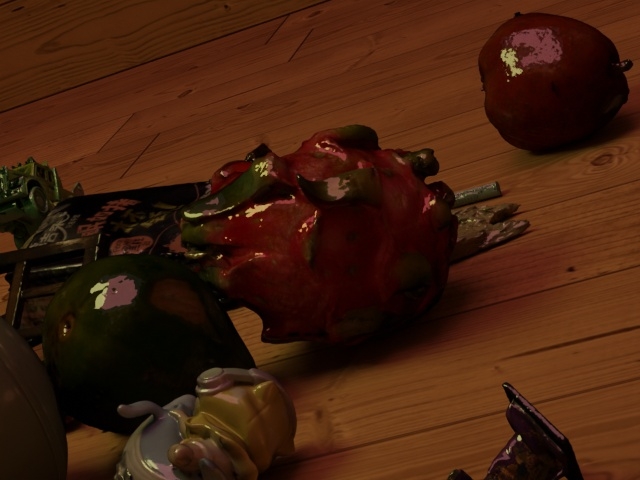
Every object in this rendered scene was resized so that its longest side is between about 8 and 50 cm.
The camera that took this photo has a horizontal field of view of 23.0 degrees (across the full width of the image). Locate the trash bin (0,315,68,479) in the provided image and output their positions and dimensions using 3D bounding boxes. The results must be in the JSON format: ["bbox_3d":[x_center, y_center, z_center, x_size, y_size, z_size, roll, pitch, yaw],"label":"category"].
[{"bbox_3d":[-0.455,0.233,1.529,0.432,0.280,0.280,-38,23,-32],"label":"trash bin"}]

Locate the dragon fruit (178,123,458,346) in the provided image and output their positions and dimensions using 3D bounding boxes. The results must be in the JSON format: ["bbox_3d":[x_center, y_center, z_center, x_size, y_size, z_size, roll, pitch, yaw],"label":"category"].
[{"bbox_3d":[0.000,-0.002,1.707,0.302,0.231,0.237,-10,17,1],"label":"dragon fruit"}]

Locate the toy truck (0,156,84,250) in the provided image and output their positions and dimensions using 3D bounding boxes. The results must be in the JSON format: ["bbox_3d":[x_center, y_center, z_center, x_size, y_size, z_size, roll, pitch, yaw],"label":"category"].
[{"bbox_3d":[-0.436,-0.059,2.412,0.128,0.135,0.259,-17,-14,19],"label":"toy truck"}]

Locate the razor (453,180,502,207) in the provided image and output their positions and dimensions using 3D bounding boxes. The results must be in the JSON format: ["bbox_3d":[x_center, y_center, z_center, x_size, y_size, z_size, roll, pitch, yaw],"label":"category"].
[{"bbox_3d":[0.131,-0.043,2.021,0.211,0.036,0.084,-10,45,18],"label":"razor"}]

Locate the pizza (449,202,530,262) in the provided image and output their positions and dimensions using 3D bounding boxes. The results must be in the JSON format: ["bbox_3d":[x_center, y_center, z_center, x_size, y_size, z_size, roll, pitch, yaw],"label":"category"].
[{"bbox_3d":[0.126,0.002,1.883,0.262,0.034,0.181,-15,19,21],"label":"pizza"}]

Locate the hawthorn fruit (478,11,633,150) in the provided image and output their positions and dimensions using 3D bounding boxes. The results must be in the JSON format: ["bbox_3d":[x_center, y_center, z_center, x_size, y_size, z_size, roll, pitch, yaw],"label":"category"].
[{"bbox_3d":[0.309,-0.211,2.050,0.202,0.185,0.185,-5,24,32],"label":"hawthorn fruit"}]

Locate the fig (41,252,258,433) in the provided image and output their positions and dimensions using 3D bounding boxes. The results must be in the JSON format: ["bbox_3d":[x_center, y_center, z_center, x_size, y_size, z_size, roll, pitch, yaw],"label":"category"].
[{"bbox_3d":[-0.170,0.121,1.665,0.195,0.244,0.195,-45,30,36],"label":"fig"}]

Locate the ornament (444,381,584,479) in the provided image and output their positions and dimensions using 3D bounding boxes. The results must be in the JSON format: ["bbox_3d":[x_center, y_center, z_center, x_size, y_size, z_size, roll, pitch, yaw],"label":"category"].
[{"bbox_3d":[0.114,0.217,1.236,0.203,0.088,0.081,-41,47,-15],"label":"ornament"}]

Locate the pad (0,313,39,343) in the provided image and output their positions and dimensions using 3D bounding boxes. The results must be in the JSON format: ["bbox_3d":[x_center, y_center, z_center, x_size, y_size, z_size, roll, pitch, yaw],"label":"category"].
[{"bbox_3d":[-0.453,0.137,2.200,0.233,0.022,0.174,-24,18,-9],"label":"pad"}]

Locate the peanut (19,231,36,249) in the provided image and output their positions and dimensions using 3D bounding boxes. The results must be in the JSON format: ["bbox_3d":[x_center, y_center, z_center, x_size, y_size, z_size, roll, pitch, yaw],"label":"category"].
[{"bbox_3d":[-0.357,0.019,2.306,0.214,0.090,0.099,-15,50,17],"label":"peanut"}]

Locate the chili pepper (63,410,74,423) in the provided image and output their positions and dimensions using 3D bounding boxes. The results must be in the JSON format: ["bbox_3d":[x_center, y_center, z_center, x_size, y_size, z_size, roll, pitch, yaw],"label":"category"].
[{"bbox_3d":[-0.318,0.188,1.842,0.059,0.050,0.191,-35,15,-26],"label":"chili pepper"}]

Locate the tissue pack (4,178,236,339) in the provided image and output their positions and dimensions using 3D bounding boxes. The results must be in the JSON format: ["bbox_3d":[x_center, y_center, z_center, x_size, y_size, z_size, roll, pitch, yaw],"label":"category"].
[{"bbox_3d":[-0.228,0.013,2.097,0.332,0.123,0.245,-8,27,18],"label":"tissue pack"}]

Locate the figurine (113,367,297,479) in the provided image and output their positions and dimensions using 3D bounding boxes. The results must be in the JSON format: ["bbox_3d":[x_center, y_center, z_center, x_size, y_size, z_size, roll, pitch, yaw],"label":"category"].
[{"bbox_3d":[-0.102,0.197,1.460,0.183,0.128,0.208,-23,26,-10],"label":"figurine"}]

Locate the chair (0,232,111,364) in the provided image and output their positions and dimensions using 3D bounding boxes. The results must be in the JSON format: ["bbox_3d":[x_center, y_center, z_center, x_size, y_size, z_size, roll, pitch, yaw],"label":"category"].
[{"bbox_3d":[-0.486,0.073,1.920,0.416,0.240,0.203,-14,61,45],"label":"chair"}]
